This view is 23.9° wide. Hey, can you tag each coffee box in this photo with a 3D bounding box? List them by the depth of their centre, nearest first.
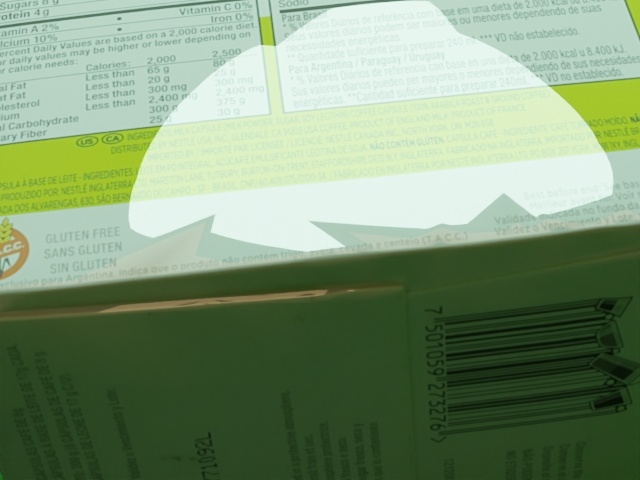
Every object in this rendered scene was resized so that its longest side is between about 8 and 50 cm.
[{"bbox_3d":[0.000,0.000,0.849,0.338,0.338,0.334,-7,47,-2],"label":"coffee box"}]
